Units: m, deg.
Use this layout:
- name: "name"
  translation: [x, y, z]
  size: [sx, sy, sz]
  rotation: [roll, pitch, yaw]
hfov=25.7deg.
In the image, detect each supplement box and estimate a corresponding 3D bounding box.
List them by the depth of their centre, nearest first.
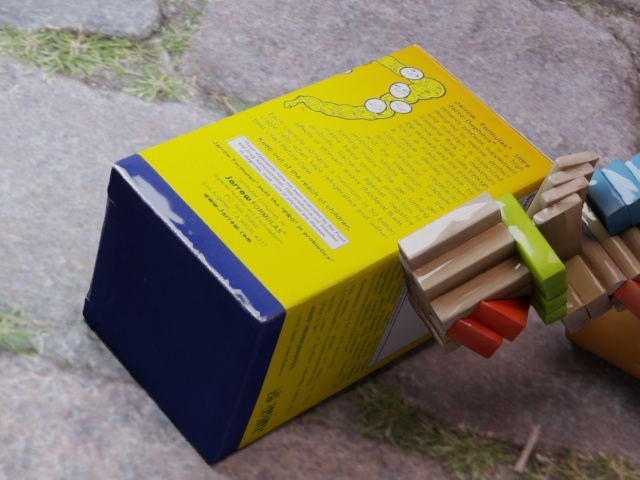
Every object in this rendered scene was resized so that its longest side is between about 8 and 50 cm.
- name: "supplement box"
  translation: [0.000, 0.000, 1.227]
  size: [0.357, 0.194, 0.195]
  rotation: [-26, 60, -37]

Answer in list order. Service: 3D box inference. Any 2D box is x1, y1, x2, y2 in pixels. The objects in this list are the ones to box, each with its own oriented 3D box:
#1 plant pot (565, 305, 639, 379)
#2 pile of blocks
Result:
- name: "plant pot"
  translation: [0.343, 0.061, 1.342]
  size: [0.188, 0.205, 0.205]
  rotation: [18, 39, 17]
- name: "pile of blocks"
  translation: [0.236, 0.011, 1.151]
  size: [0.362, 0.149, 0.112]
  rotation: [-16, 56, -27]
